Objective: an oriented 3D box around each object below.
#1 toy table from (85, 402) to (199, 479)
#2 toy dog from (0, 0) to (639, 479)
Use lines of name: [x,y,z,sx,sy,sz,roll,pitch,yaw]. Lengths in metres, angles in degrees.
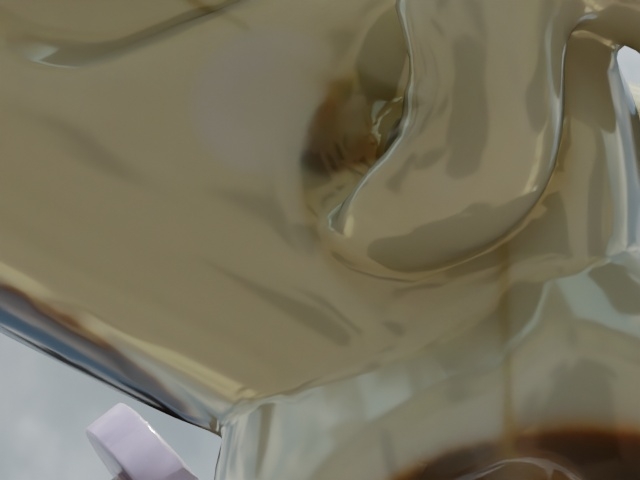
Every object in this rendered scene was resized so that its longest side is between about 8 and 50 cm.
toy table: [-0.128,0.214,0.999,0.161,0.252,0.274,-39,-22,-11]
toy dog: [0.000,0.000,0.577,0.395,0.284,0.408,-32,-106,-15]
